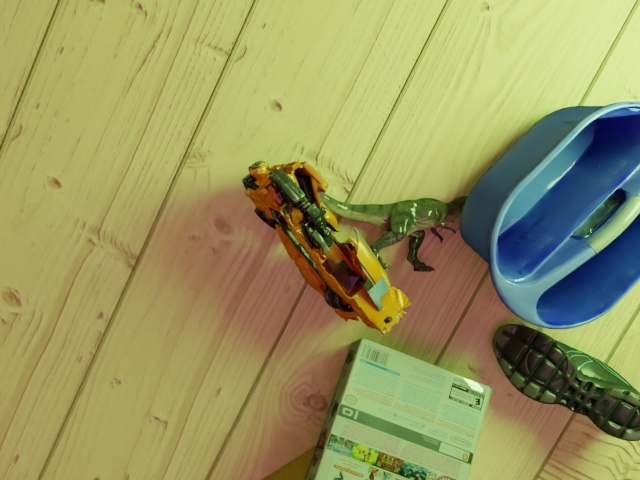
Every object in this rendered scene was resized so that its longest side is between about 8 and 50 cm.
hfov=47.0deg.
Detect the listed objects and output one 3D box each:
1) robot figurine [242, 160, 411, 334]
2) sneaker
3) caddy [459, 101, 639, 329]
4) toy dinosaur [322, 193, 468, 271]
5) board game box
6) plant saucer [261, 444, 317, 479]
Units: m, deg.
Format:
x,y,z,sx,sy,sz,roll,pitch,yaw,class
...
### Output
x,y,z,sx,sy,sz,roll,pitch,yaw,class
0.000,0.000,1.050,0.085,0.211,0.291,-40,106,-16,robot figurine
0.392,0.218,1.159,0.267,0.106,0.101,33,106,12,sneaker
0.364,-0.038,1.023,0.341,0.179,0.241,-45,110,-1,caddy
0.123,-0.014,1.108,0.268,0.064,0.118,2,86,-5,toy dinosaur
0.106,0.330,1.107,0.224,0.097,0.303,22,72,-6,board game box
0.055,0.502,1.218,0.333,0.081,0.333,-34,102,6,plant saucer
